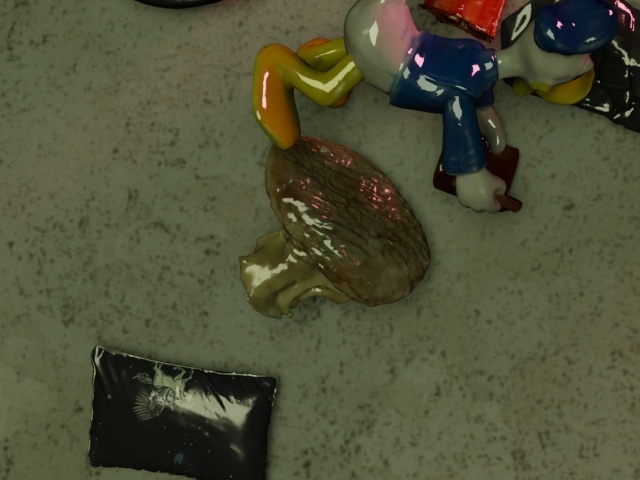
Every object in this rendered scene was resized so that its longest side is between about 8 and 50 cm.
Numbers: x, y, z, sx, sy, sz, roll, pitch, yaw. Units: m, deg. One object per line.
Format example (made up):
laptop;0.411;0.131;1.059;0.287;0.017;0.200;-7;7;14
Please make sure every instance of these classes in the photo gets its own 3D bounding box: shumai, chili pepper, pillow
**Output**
shumai;0.000;0.000;1.849;0.209;0.161;0.153;36;120;-14
chili pepper;0.183;-0.297;1.839;0.088;0.065;0.169;29;91;18
pillow;-0.154;0.195;1.914;0.208;0.055;0.141;7;100;11

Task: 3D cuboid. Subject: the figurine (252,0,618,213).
figurine;0.148;-0.142;1.755;0.338;0.204;0.283;-20;113;30

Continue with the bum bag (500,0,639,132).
bum bag;0.331;-0.176;1.808;0.310;0.074;0.137;23;105;10

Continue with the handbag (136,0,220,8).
handbag;-0.136;-0.399;1.882;0.253;0.093;0.308;15;93;9
